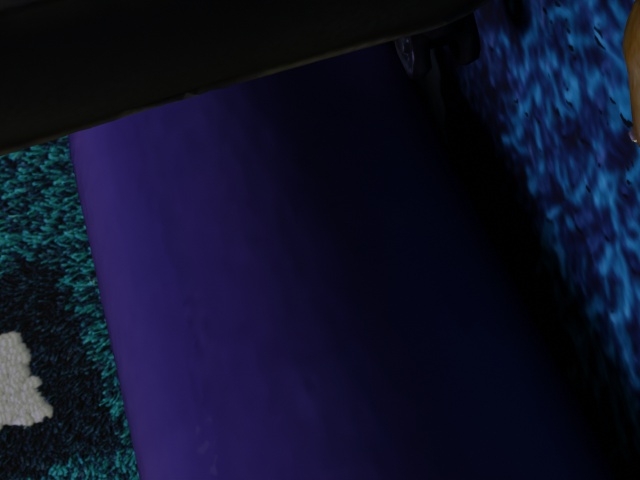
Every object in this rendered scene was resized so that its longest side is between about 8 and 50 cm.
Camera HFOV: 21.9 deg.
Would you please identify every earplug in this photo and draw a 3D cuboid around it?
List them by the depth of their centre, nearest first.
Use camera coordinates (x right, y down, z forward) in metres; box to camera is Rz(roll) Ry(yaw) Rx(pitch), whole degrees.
[{"bbox_3d":[0.005,0.060,0.744,0.215,0.215,0.455,88,164,-60],"label":"earplug"}]

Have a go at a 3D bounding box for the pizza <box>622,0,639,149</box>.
[{"bbox_3d":[0.141,0.054,0.435,0.181,0.034,0.262,-127,21,-62],"label":"pizza"}]

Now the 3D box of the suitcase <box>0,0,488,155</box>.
[{"bbox_3d":[-0.095,-0.217,0.514,0.194,0.283,0.433,-118,13,-57],"label":"suitcase"}]
